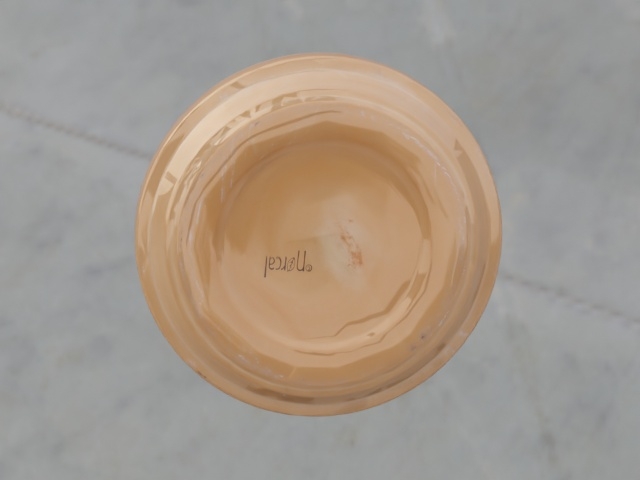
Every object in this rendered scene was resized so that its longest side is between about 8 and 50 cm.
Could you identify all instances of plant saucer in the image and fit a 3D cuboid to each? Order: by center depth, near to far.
[{"bbox_3d":[0.000,0.000,0.395,0.083,0.084,0.013,-9,13,-3],"label":"plant saucer"}]
